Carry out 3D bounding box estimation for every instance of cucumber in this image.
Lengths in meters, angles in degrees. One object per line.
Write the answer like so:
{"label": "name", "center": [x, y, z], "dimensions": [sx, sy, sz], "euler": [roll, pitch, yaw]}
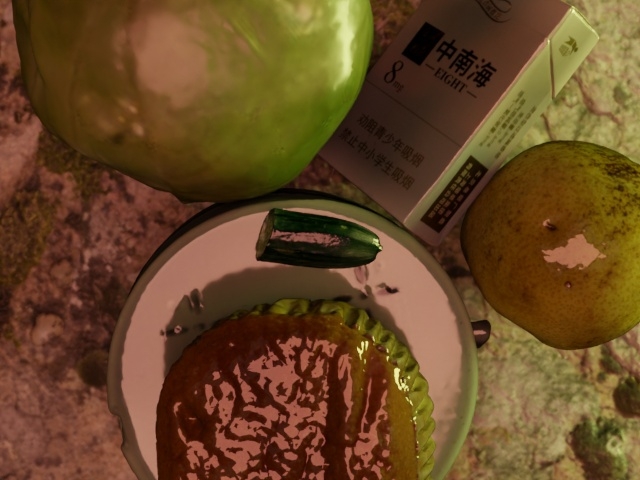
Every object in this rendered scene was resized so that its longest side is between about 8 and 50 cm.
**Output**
{"label": "cucumber", "center": [0.000, 0.000, 0.974], "dimensions": [0.105, 0.048, 0.048], "euler": [7, 98, -8]}

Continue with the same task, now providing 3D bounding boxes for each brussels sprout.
{"label": "brussels sprout", "center": [-0.116, -0.183, 1.007], "dimensions": [0.328, 0.247, 0.327], "euler": [1, 83, -8]}

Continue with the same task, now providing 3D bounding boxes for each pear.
{"label": "pear", "center": [0.236, -0.004, 1.062], "dimensions": [0.197, 0.197, 0.197], "euler": [0, 98, -2]}

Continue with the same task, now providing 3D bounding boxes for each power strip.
{"label": "power strip", "center": [-0.016, 0.116, 1.091], "dimensions": [0.358, 0.161, 0.357], "euler": [0, 97, -3]}

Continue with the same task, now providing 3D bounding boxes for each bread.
{"label": "bread", "center": [-0.019, 0.175, 0.947], "dimensions": [0.228, 0.142, 0.253], "euler": [5, 98, 3]}

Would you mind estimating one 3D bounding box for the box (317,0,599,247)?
{"label": "box", "center": [0.121, -0.135, 1.062], "dimensions": [0.243, 0.155, 0.067], "euler": [-52, 141, 6]}
